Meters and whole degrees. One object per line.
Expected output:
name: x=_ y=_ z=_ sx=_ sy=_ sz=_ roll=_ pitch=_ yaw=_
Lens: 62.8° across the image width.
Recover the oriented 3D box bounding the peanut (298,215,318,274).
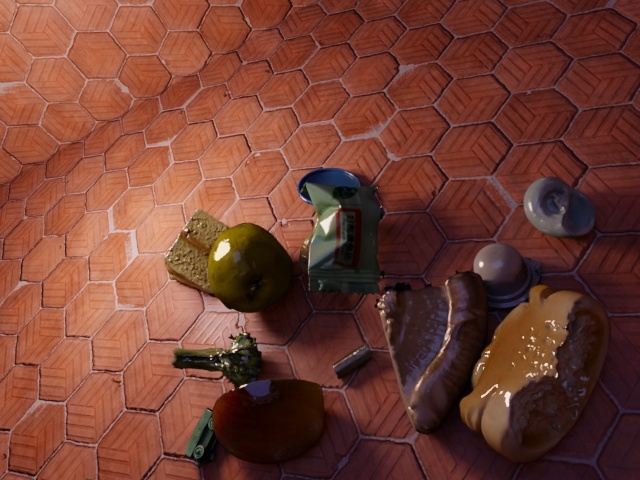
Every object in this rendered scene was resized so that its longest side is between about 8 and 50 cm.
peanut: x=0.000 y=0.000 z=1.838 sx=0.101 sy=0.117 sz=0.263 roll=21 pitch=62 yaw=11

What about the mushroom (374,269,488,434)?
mushroom: x=0.328 y=0.308 z=1.426 sx=0.314 sy=0.224 sz=0.397 roll=-12 pitch=63 yaw=6

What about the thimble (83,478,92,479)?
thimble: x=-0.698 y=0.796 z=1.619 sx=0.102 sy=0.115 sz=0.090 roll=4 pitch=61 yaw=25

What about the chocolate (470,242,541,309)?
chocolate: x=0.523 y=0.083 z=1.509 sx=0.221 sy=0.147 sz=0.221 roll=-11 pitch=52 yaw=14

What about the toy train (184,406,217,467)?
toy train: x=-0.352 y=0.605 z=1.619 sx=0.099 sy=0.070 sz=0.172 roll=9 pitch=63 yaw=38

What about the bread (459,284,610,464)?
bread: x=0.504 y=0.303 z=1.247 sx=0.245 sy=0.329 sz=0.424 roll=28 pitch=79 yaw=37

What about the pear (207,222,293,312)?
pear: x=-0.248 y=0.077 z=1.806 sx=0.287 sy=0.287 sz=0.375 roll=-29 pitch=29 yaw=5

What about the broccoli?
broccoli: x=-0.315 y=0.394 z=1.634 sx=0.275 sy=0.177 sz=0.198 roll=-1 pitch=20 yaw=-23

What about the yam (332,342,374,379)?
yam: x=0.098 y=0.362 z=1.580 sx=0.132 sy=0.054 sz=0.054 roll=-34 pitch=50 yaw=2

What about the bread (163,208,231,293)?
bread: x=-0.436 y=0.064 z=2.026 sx=0.236 sy=0.198 sz=0.263 roll=29 pitch=72 yaw=2

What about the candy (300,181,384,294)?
candy: x=0.075 y=-0.012 z=1.717 sx=0.263 sy=0.172 sz=0.397 roll=3 pitch=71 yaw=-12

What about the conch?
conch: x=0.707 y=-0.090 z=1.555 sx=0.185 sy=0.121 sz=0.221 roll=-19 pitch=58 yaw=9

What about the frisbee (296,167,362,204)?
frisbee: x=0.034 y=-0.188 z=1.937 sx=0.242 sy=0.045 sz=0.242 roll=-2 pitch=41 yaw=2

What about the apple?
apple: x=-0.155 y=0.510 z=1.497 sx=0.346 sy=0.179 sz=0.254 roll=-13 pitch=91 yaw=3
